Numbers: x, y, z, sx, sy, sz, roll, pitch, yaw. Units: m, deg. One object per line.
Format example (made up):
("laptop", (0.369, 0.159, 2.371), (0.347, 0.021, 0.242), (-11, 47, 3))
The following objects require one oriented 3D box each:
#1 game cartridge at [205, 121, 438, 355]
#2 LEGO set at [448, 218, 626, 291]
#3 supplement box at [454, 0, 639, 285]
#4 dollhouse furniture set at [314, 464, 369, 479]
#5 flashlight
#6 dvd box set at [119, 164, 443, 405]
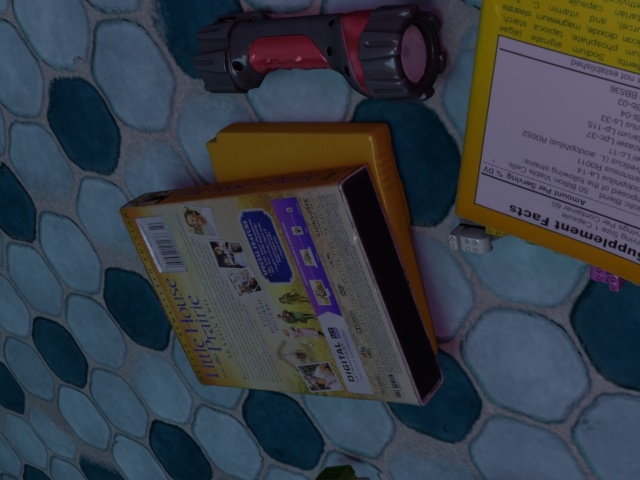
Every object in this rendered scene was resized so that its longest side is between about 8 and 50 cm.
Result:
("game cartridge", (0.000, 0.000, 1.199), (0.285, 0.053, 0.323), (6, 120, 38))
("LEGO set", (0.224, -0.011, 0.955), (0.227, 0.093, 0.087), (11, 125, 36))
("supplement box", (0.253, -0.173, 0.736), (0.194, 0.195, 0.356), (24, 132, 27))
("dollhouse furniture set", (0.056, 0.420, 1.429), (0.058, 0.076, 0.151), (-17, 106, 47))
("flashlight", (-0.013, -0.202, 1.021), (0.304, 0.103, 0.103), (4, 124, 38))
("dvd box set", (-0.065, 0.066, 1.218), (0.420, 0.062, 0.307), (-4, 115, 43))
